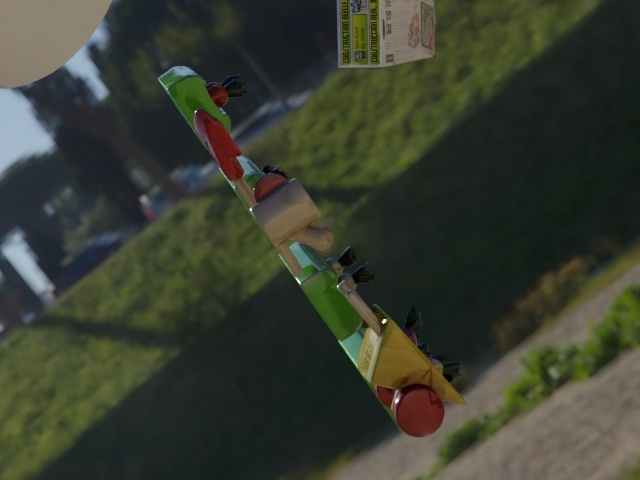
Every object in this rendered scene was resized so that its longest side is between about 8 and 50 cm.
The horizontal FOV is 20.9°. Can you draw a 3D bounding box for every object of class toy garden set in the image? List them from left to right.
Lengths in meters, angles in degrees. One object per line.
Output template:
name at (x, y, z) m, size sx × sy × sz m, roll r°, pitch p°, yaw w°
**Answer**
toy garden set at (0.000, 0.000, 0.997) m, size 0.049 × 0.244 × 0.204 m, roll -35°, pitch 12°, yaw -2°

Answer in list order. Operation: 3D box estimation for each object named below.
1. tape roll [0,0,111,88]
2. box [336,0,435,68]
tape roll at (-0.331, -0.283, 1.629) m, size 0.246 × 0.246 × 0.169 m, roll -40°, pitch -29°, yaw 13°
box at (0.054, -0.194, 1.349) m, size 0.036 × 0.114 × 0.207 m, roll 1°, pitch 8°, yaw 14°
